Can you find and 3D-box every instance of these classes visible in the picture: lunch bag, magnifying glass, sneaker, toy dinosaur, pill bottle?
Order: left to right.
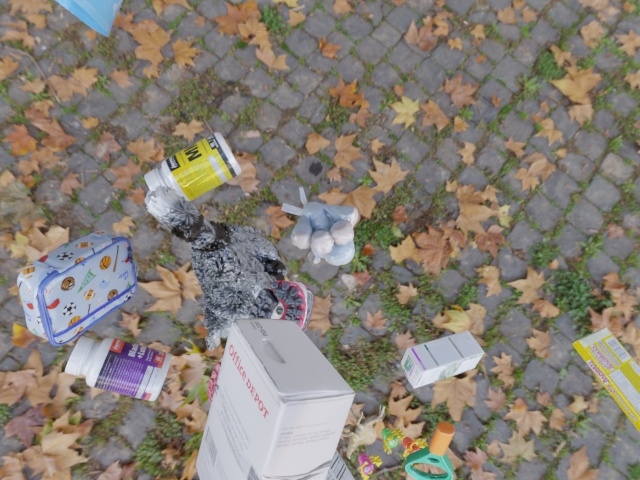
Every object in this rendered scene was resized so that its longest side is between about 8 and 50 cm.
[{"bbox_3d":[-0.628,0.122,1.142,0.114,0.243,0.303,17,30,19],"label":"lunch bag"},{"bbox_3d":[-0.438,0.275,0.930,0.193,0.108,0.108,22,72,-19],"label":"pill bottle"},{"bbox_3d":[-0.312,-0.169,1.047,0.208,0.119,0.119,-31,80,-6],"label":"pill bottle"},{"bbox_3d":[-0.096,0.212,0.778,0.120,0.112,0.299,34,98,19],"label":"sneaker"},{"bbox_3d":[0.081,0.451,0.990,0.092,0.053,0.183,30,109,-1],"label":"toy dinosaur"},{"bbox_3d":[0.210,0.397,0.785,0.092,0.231,0.026,10,42,12],"label":"magnifying glass"}]

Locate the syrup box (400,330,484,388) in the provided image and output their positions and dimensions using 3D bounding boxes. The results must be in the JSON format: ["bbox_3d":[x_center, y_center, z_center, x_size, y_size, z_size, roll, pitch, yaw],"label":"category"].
[{"bbox_3d":[0.378,0.369,1.330,0.236,0.093,0.096,-9,44,-20],"label":"syrup box"}]

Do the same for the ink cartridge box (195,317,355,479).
[{"bbox_3d":[-0.063,0.221,0.492,0.092,0.158,0.218,6,107,-32],"label":"ink cartridge box"}]

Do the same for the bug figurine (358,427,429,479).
[{"bbox_3d":[0.213,0.726,1.396,0.279,0.216,0.072,-45,104,-8],"label":"bug figurine"}]

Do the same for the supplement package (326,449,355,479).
[{"bbox_3d":[-0.078,0.440,0.796,0.194,0.149,0.203,-37,76,13],"label":"supplement package"}]

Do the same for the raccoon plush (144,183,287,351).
[{"bbox_3d":[-0.302,0.078,1.097,0.299,0.216,0.446,-38,108,24],"label":"raccoon plush"}]

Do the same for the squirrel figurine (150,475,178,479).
[{"bbox_3d":[-0.460,0.809,0.981,0.281,0.397,0.370,-37,59,-1],"label":"squirrel figurine"}]

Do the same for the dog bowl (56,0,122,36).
[{"bbox_3d":[-0.235,-0.264,0.269,0.166,0.297,0.074,37,88,16],"label":"dog bowl"}]

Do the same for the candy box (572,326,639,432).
[{"bbox_3d":[0.602,0.277,0.838,0.105,0.027,0.206,-11,58,-27],"label":"candy box"}]

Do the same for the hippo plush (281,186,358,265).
[{"bbox_3d":[0.000,0.000,1.513,0.294,0.237,0.234,21,53,29],"label":"hippo plush"}]
